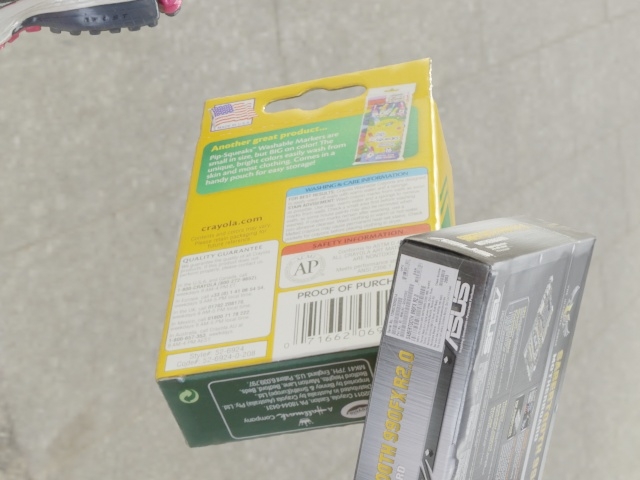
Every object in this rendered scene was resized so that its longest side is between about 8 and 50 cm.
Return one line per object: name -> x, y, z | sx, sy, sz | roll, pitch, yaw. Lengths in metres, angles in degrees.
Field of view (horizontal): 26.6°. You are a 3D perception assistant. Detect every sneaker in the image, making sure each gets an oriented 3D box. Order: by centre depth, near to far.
sneaker -> -0.258, -0.225, 1.083 | 0.299, 0.121, 0.112 | -15, 131, -21

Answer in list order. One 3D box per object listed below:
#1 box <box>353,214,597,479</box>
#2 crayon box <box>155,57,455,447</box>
box -> 0.086, 0.106, 0.793 | 0.183, 0.056, 0.231 | -12, 115, -62
crayon box -> 0.000, 0.000, 1.040 | 0.323, 0.203, 0.083 | -87, 163, -47
